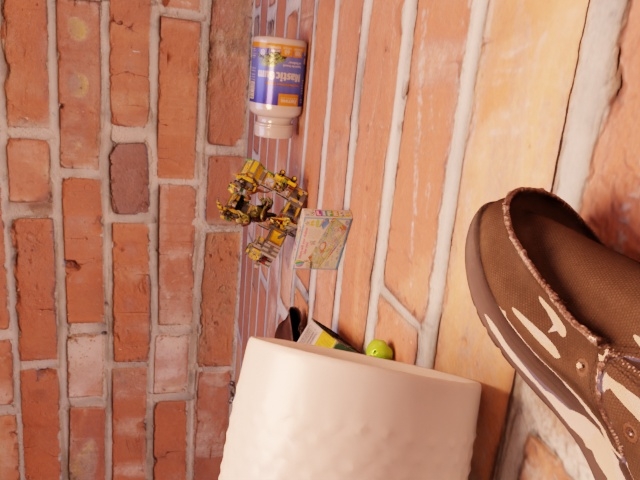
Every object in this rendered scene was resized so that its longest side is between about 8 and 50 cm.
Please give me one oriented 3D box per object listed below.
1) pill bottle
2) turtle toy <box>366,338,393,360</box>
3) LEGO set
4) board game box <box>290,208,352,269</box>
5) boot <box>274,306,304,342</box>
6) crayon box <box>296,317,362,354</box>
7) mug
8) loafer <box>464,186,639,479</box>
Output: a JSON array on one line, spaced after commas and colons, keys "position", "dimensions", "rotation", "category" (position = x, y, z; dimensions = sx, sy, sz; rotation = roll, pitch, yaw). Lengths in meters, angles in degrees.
[{"position": [-0.124, -0.432, 1.612], "dimensions": [0.152, 0.152, 0.272], "rotation": [-128, 41, -68], "category": "pill bottle"}, {"position": [0.091, 0.218, 0.900], "dimensions": [0.095, 0.066, 0.130], "rotation": [111, 156, -53], "category": "turtle toy"}, {"position": [-0.180, -0.053, 1.587], "dimensions": [0.331, 0.255, 0.192], "rotation": [-33, 29, 59], "category": "LEGO set"}, {"position": [0.000, 0.000, 1.195], "dimensions": [0.026, 0.103, 0.154], "rotation": [-104, 21, -44], "category": "board game box"}, {"position": [-0.091, 0.326, 1.540], "dimensions": [0.207, 0.090, 0.248], "rotation": [111, 159, -58], "category": "boot"}, {"position": [-0.048, 0.325, 1.117], "dimensions": [0.318, 0.081, 0.202], "rotation": [-57, 15, -4], "category": "crayon box"}, {"position": [0.039, 0.307, 0.686], "dimensions": [0.374, 0.276, 0.328], "rotation": [27, -108, -62], "category": "mug"}, {"position": [0.218, 0.074, 0.353], "dimensions": [0.130, 0.134, 0.366], "rotation": [-65, 31, 35], "category": "loafer"}]
